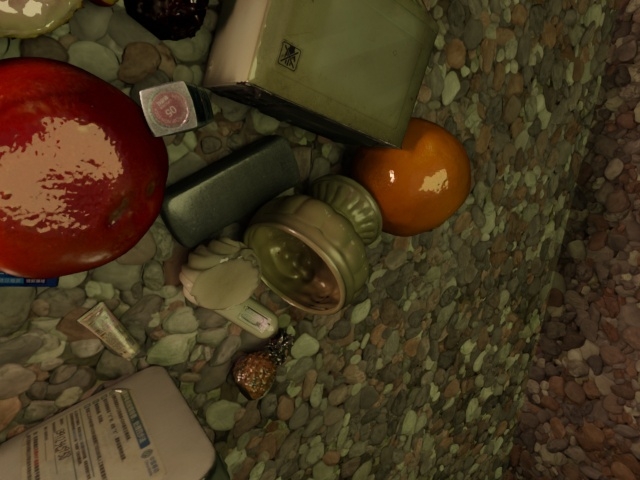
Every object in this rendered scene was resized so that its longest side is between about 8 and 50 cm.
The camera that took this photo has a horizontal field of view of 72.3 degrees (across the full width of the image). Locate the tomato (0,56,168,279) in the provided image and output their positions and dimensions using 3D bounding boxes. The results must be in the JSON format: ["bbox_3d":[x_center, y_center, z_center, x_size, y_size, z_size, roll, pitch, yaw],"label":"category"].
[{"bbox_3d":[-0.413,-0.116,0.678,0.325,0.293,0.290,-34,139,-14],"label":"tomato"}]

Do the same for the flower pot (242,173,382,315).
[{"bbox_3d":[0.000,0.000,1.026,0.244,0.307,0.307,-48,128,-34],"label":"flower pot"}]

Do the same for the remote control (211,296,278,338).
[{"bbox_3d":[-0.188,0.177,1.089,0.221,0.042,0.078,42,80,-36],"label":"remote control"}]

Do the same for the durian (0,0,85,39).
[{"bbox_3d":[-0.460,-0.406,0.632,0.138,0.183,0.249,48,50,5],"label":"durian"}]

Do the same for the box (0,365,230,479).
[{"bbox_3d":[-0.404,0.425,0.787,0.396,0.396,0.111,-26,117,-27],"label":"box"}]

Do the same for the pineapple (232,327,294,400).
[{"bbox_3d":[-0.138,0.318,1.144,0.197,0.108,0.108,-43,126,-31],"label":"pineapple"}]

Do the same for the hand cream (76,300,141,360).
[{"bbox_3d":[-0.437,0.196,0.921,0.061,0.039,0.143,-38,115,-13],"label":"hand cream"}]

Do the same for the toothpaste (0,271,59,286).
[{"bbox_3d":[-0.608,0.032,0.708,0.320,0.076,0.066,4,105,-37],"label":"toothpaste"}]

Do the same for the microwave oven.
[{"bbox_3d":[0.002,-0.397,0.912,0.394,0.247,0.333,12,99,-38],"label":"microwave oven"}]

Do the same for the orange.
[{"bbox_3d":[0.225,-0.160,1.125,0.312,0.312,0.312,-12,112,-33],"label":"orange"}]

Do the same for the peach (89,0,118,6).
[{"bbox_3d":[-0.380,-0.440,0.737,0.077,0.050,0.083,-64,143,-32],"label":"peach"}]

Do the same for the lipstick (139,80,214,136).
[{"bbox_3d":[-0.238,-0.230,0.765,0.076,0.290,0.078,-16,108,-5],"label":"lipstick"}]

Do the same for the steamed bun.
[{"bbox_3d":[-0.217,0.067,0.962,0.182,0.106,0.183,-20,135,-21],"label":"steamed bun"}]

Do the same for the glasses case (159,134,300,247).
[{"bbox_3d":[-0.194,-0.115,0.968,0.323,0.074,0.131,-34,121,-23],"label":"glasses case"}]

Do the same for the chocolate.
[{"bbox_3d":[-0.254,-0.442,0.781,0.156,0.133,0.156,-12,110,-35],"label":"chocolate"}]
